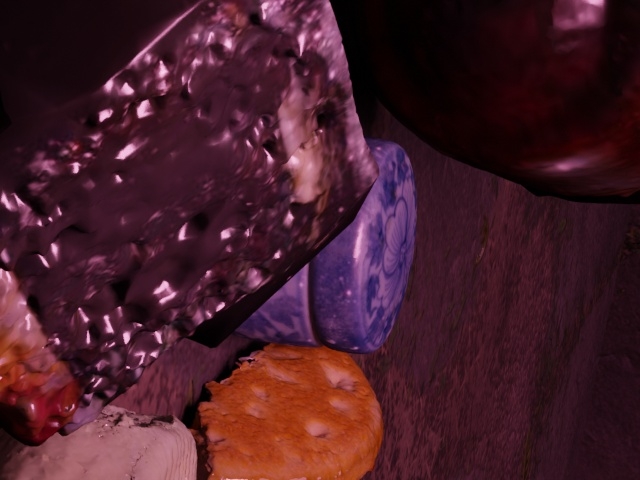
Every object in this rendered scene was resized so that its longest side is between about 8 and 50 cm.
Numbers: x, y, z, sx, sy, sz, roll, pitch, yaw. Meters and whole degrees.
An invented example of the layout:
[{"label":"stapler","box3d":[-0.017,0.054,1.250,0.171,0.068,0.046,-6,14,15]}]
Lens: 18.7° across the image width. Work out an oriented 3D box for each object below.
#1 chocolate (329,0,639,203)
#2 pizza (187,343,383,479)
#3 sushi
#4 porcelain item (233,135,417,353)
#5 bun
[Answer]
[{"label":"chocolate","box3d":[0.187,-0.199,1.397,0.331,0.383,0.384,-21,119,-72]},{"label":"pizza","box3d":[-0.023,0.131,1.307,0.058,0.127,0.246,-64,179,22]},{"label":"sushi","box3d":[-0.112,-0.047,0.709,0.212,0.215,0.227,-44,175,-12]},{"label":"porcelain item","box3d":[0.000,0.000,1.296,0.147,0.114,0.147,9,90,-75]},{"label":"bun","box3d":[-0.131,0.184,0.954,0.221,0.108,0.221,8,90,-82]}]
